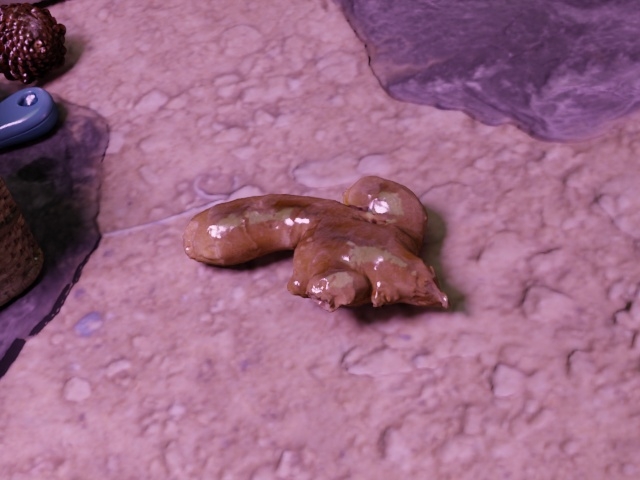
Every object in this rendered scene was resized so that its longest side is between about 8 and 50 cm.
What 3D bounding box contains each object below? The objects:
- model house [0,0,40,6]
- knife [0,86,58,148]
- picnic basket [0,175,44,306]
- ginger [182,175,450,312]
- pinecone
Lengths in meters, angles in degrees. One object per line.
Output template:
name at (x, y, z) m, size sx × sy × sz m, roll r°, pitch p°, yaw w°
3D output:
model house at (-0.366, -0.371, 1.359) m, size 0.299 × 0.243 × 0.284 m, roll -14°, pitch 42°, yaw -13°
knife at (-0.350, -0.075, 1.236) m, size 0.244 × 0.032 × 0.058 m, roll -24°, pitch 50°, yaw -2°
picnic basket at (-0.321, -0.037, 1.077) m, size 0.134 × 0.196 × 0.154 m, roll -33°, pitch 50°, yaw -15°
ginger at (-0.008, 0.006, 1.050) m, size 0.214 × 0.059 × 0.133 m, roll -3°, pitch 45°, yaw 10°
pinecone at (-0.277, -0.183, 1.281) m, size 0.077 × 0.077 × 0.083 m, roll -41°, pitch 26°, yaw -21°
